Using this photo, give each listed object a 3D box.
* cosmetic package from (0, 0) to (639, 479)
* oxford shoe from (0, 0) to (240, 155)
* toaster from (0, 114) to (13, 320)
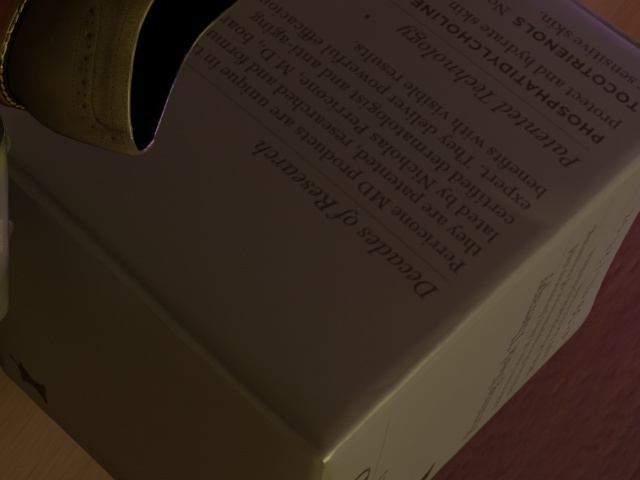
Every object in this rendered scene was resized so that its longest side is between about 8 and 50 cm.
[{"bbox_3d":[0.000,0.000,1.016,0.394,0.327,0.329,-40,160,-27],"label":"cosmetic package"},{"bbox_3d":[-0.058,-0.206,0.756,0.348,0.130,0.123,-61,161,3],"label":"oxford shoe"},{"bbox_3d":[-0.256,0.000,0.741,0.186,0.110,0.168,-39,158,-34],"label":"toaster"}]
